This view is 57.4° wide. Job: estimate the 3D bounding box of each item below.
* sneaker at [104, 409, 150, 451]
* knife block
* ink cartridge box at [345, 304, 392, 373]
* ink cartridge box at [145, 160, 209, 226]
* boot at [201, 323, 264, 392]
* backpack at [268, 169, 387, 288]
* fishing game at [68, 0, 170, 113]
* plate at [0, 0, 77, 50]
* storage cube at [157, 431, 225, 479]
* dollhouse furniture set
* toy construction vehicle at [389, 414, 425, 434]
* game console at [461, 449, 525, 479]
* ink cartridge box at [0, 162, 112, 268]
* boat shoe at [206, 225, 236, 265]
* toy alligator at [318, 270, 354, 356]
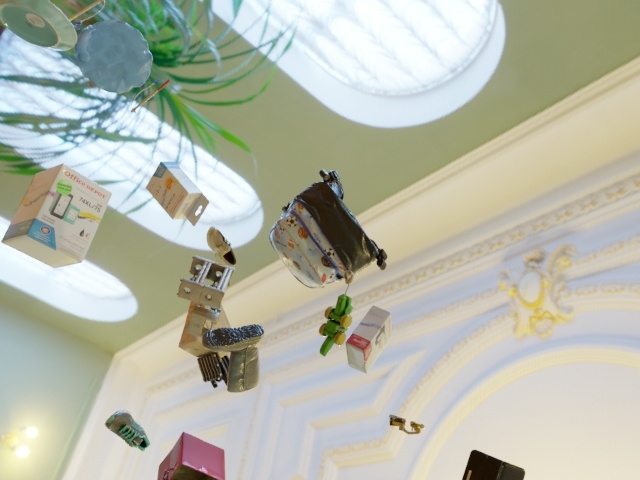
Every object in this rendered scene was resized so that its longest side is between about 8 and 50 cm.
[{"bbox_3d":[-0.485,0.489,1.492,0.076,0.166,0.065,34,-108,33],"label":"sneaker"},{"bbox_3d":[-0.324,0.322,1.871,0.088,0.242,0.275,-22,-135,33],"label":"knife block"},{"bbox_3d":[0.157,0.314,1.865,0.072,0.127,0.175,20,-130,28],"label":"ink cartridge box"},{"bbox_3d":[-0.415,-0.133,1.694,0.181,0.062,0.104,46,-65,19],"label":"ink cartridge box"},{"bbox_3d":[-0.246,0.337,1.632,0.076,0.190,0.208,-120,-144,-46],"label":"boot"},{"bbox_3d":[0.000,0.000,1.464,0.213,0.276,0.263,-30,178,-12],"label":"backpack"},{"bbox_3d":[-0.518,-0.457,1.464,0.189,0.264,0.041,-49,-157,-19],"label":"fishing game"},{"bbox_3d":[-0.615,-0.462,1.239,0.188,0.188,0.024,-15,-127,51],"label":"plate"},{"bbox_3d":[-0.476,0.857,2.144,0.183,0.215,0.193,-55,-162,9],"label":"storage cube"},{"bbox_3d":[-0.347,0.167,1.710,0.129,0.129,0.183,-78,-172,-59],"label":"dollhouse furniture set"},{"bbox_3d":[0.219,0.482,1.519,0.098,0.086,0.035,11,-105,22],"label":"toy construction vehicle"},{"bbox_3d":[0.370,0.535,1.272,0.107,0.071,0.122,12,-106,38],"label":"game console"},{"bbox_3d":[-0.862,-0.078,1.921,0.197,0.198,0.269,-9,-123,39],"label":"ink cartridge box"},{"bbox_3d":[-0.239,0.015,1.434,0.045,0.135,0.050,15,-121,23],"label":"boat shoe"},{"bbox_3d":[0.046,0.154,1.224,0.056,0.051,0.189,23,-84,39],"label":"toy alligator"}]
